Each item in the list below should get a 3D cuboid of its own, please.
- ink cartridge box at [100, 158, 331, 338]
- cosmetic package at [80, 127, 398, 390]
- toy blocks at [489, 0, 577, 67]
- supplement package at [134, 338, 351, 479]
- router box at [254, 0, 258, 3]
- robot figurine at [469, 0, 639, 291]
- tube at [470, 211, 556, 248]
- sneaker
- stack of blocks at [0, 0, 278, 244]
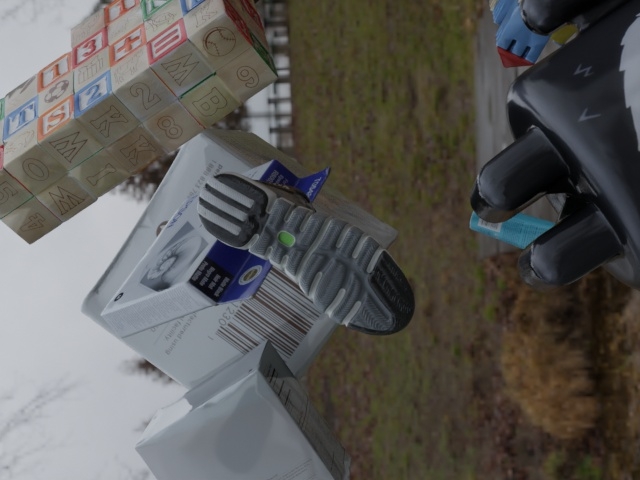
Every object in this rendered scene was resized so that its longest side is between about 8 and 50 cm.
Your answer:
[{"bbox_3d":[-0.118,0.000,1.188,0.045,0.224,0.223,51,-136,-22],"label":"ink cartridge box"},{"bbox_3d":[-0.107,0.045,1.672,0.329,0.327,0.394,-56,-4,8],"label":"cosmetic package"},{"bbox_3d":[0.291,-0.341,1.219,0.381,0.191,0.260,-77,12,-62],"label":"toy blocks"},{"bbox_3d":[-0.096,0.277,1.384,0.203,0.194,0.149,56,-172,-7],"label":"supplement package"},{"bbox_3d":[-0.205,-0.454,1.606,0.243,0.081,0.308,-50,-37,-31],"label":"router box"},{"bbox_3d":[0.233,-0.077,0.682,0.209,0.278,0.173,56,-179,-32],"label":"robot figurine"},{"bbox_3d":[0.360,-0.011,1.809,0.052,0.207,0.080,-45,-32,-44],"label":"tube"},{"bbox_3d":[0.000,0.000,1.020,0.086,0.229,0.132,-57,-6,14],"label":"sneaker"},{"bbox_3d":[-0.197,-0.147,1.027,0.087,0.297,0.171,49,-165,-38],"label":"stack of blocks"}]
